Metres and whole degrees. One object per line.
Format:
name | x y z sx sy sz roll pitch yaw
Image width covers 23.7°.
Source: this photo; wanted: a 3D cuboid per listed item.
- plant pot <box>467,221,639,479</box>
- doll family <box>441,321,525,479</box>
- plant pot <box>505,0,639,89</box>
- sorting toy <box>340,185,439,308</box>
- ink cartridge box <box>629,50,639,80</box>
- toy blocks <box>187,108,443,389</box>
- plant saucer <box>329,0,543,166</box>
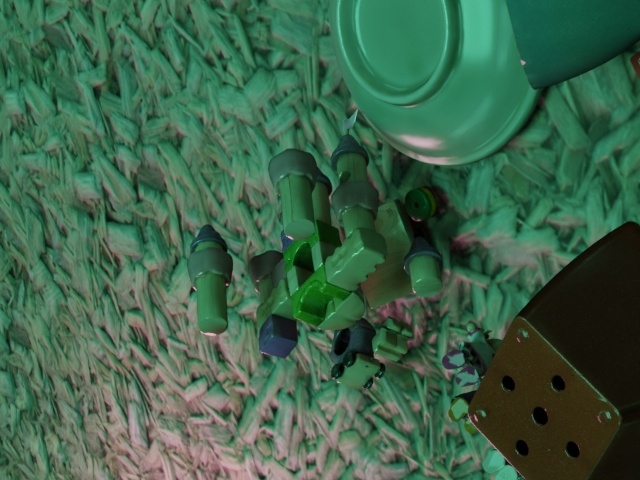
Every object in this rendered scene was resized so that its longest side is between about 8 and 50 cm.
plant pot | 0.338 0.179 1.840 0.267 0.235 0.267 47 135 29
doll family | 0.247 0.241 2.038 0.118 0.163 0.263 -46 72 27
plant pot | 0.306 -0.329 1.700 0.195 0.290 0.290 -10 97 14
sorting toy | 0.099 0.019 2.212 0.274 0.046 0.132 -26 83 50
ink cartridge box | 0.466 -0.172 1.637 0.296 0.066 0.261 -42 61 42
toy blocks | 0.000 0.000 2.156 0.288 0.309 0.260 -47 34 34
plant saucer | 0.126 -0.290 2.015 0.400 0.100 0.400 18 114 45
